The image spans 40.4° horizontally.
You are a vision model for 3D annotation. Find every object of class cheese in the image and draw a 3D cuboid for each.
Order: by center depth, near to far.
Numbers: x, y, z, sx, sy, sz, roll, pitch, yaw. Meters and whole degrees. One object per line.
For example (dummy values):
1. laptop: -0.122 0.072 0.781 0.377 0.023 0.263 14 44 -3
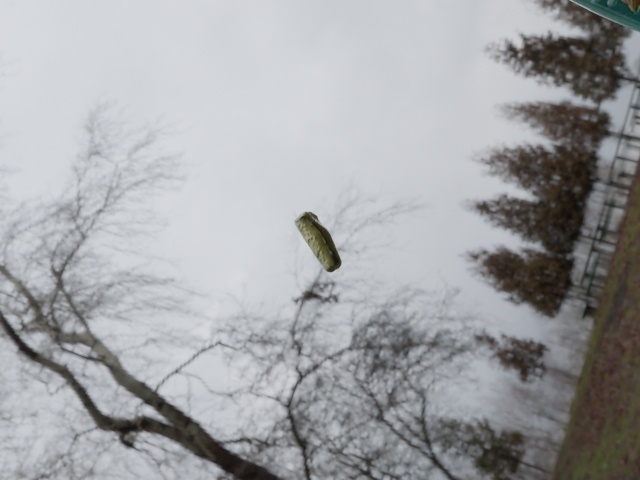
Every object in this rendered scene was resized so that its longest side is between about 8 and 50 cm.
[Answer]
1. cheese: 0.000 0.000 1.083 0.030 0.083 0.044 -34 -5 10

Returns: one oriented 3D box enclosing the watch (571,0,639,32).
1. watch: 0.341 -0.278 0.951 0.195 0.237 0.068 -42 -24 -59
